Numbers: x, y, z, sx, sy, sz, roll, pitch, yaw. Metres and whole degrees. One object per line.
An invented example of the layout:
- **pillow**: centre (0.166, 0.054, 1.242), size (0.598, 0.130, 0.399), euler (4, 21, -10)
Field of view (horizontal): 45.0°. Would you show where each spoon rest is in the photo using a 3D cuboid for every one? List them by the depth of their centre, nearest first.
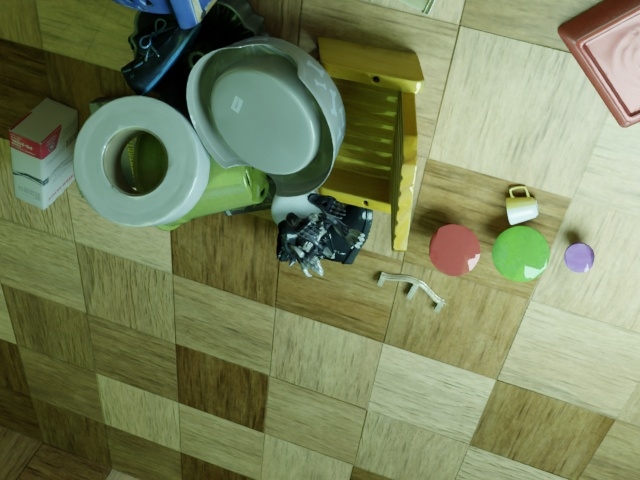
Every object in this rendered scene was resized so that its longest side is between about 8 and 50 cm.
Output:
- **spoon rest**: centre (-0.069, -0.128, 1.895), size (0.137, 0.084, 0.276), euler (-10, 125, 6)

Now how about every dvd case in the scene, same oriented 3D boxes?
- **dvd case**: centre (-0.189, -0.145, 1.992), size (0.221, 0.018, 0.164), euler (-7, 125, 29)

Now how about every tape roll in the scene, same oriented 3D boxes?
- **tape roll**: centre (-0.392, -0.170, 1.697), size (0.286, 0.100, 0.286), euler (0, 93, 7)

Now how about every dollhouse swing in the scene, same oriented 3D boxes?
- **dollhouse swing**: centre (0.074, -0.185, 1.638), size (0.315, 0.305, 0.347), euler (14, 134, 13)

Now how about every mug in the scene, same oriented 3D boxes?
- **mug**: centre (0.452, -0.076, 1.733), size (0.064, 0.062, 0.078), euler (-9, 131, 21)

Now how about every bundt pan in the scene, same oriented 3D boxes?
- **bundt pan**: centre (-0.242, -0.420, 1.701), size (0.331, 0.124, 0.331), euler (13, 134, 14)

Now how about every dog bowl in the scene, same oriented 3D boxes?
- **dog bowl**: centre (-0.104, -0.259, 1.590), size (0.349, 0.102, 0.349), euler (20, 136, 20)

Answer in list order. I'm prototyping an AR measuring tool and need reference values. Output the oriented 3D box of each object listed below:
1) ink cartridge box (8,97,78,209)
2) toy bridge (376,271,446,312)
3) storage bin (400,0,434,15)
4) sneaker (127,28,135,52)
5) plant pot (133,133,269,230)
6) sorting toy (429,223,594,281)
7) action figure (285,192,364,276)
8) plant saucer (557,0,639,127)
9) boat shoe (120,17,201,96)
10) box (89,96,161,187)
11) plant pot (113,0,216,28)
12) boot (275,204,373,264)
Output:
- **ink cartridge box**: centre (-0.731, -0.229, 2.055), size (0.100, 0.172, 0.237), euler (23, 135, 5)
- **toy bridge**: centre (0.244, 0.128, 2.027), size (0.188, 0.026, 0.063), euler (24, 133, 3)
- **storage bin**: centre (0.138, -0.585, 1.386), size (0.262, 0.123, 0.260), euler (26, 134, 2)
- **sneaker**: centre (-0.417, -0.474, 1.770), size (0.038, 0.069, 0.098), euler (20, 134, 7)
- **plant pot**: centre (-0.266, -0.169, 1.850), size (0.254, 0.276, 0.276), euler (-4, 127, 16)
- **sorting toy**: centre (0.444, 0.025, 1.799), size (0.365, 0.126, 0.127), euler (3, 95, 17)
- **action figure**: centre (0.000, 0.000, 1.717), size (0.141, 0.164, 0.275), euler (44, 170, 14)
- **plant saucer**: centre (0.615, -0.346, 1.430), size (0.259, 0.048, 0.258), euler (-25, 115, 39)
- **boat shoe**: centre (-0.348, -0.391, 1.616), size (0.089, 0.109, 0.258), euler (46, 130, -13)
- **box**: centre (-0.473, -0.247, 1.964), size (0.183, 0.056, 0.231), euler (4, 119, 13)
- **plant pot**: centre (-0.281, -0.559, 1.453), size (0.212, 0.236, 0.236), euler (31, 167, 9)
- **boot**: centre (0.004, -0.025, 1.903), size (0.207, 0.094, 0.246), euler (3, 143, -16)
